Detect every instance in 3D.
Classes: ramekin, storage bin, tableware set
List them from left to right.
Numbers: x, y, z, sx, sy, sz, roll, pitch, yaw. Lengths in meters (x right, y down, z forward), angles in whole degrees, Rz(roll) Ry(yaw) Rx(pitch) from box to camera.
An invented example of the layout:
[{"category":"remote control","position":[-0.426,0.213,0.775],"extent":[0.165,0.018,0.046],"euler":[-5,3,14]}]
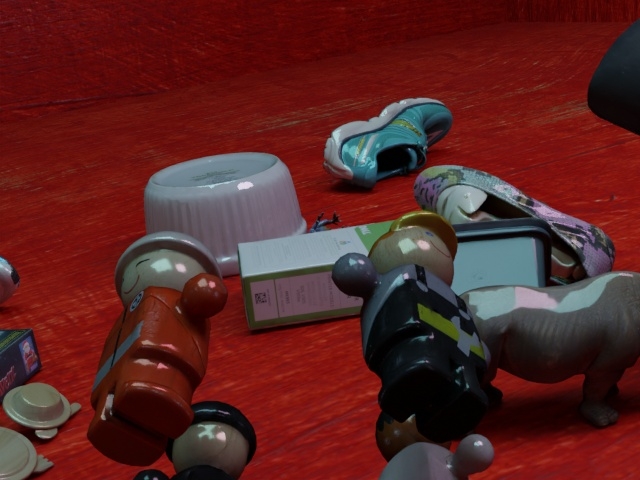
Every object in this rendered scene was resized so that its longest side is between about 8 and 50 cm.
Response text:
[{"category":"tableware set","position":[-0.278,0.134,0.688],"extent":[0.169,0.020,0.141],"euler":[23,23,4]},{"category":"ramekin","position":[-0.124,-0.039,1.097],"extent":[0.207,0.109,0.207],"euler":[-7,18,2]},{"category":"storage bin","position":[0.141,0.049,0.775],"extent":[0.135,0.098,0.091],"euler":[-4,46,10]}]

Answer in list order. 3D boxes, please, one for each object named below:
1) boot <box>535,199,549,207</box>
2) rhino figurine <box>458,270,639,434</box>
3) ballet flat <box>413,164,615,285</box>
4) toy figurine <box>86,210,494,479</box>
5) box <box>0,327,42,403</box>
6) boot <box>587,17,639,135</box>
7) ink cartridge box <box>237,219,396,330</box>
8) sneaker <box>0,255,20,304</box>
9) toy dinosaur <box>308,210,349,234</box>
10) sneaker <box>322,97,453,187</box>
[{"category":"boot","position":[0.222,-0.011,0.980],"extent":[0.087,0.042,0.118],"euler":[-15,19,-14]},{"category":"rhino figurine","position":[0.199,0.073,0.630],"extent":[0.243,0.106,0.073],"euler":[-7,19,3]},{"category":"ballet flat","position":[0.184,-0.013,0.876],"extent":[0.221,0.077,0.079],"euler":[26,35,20]},{"category":"toy figurine","position":[-0.011,0.095,0.483],"extent":[0.210,0.213,0.148],"euler":[-8,32,3]},{"category":"box","position":[-0.373,0.145,0.748],"extent":[0.159,0.044,0.233],"euler":[-2,19,16]},{"category":"boot","position":[0.343,-0.028,0.543],"extent":[0.367,0.146,0.445],"euler":[-19,45,-26]},{"category":"ink cartridge box","position":[0.022,0.031,0.898],"extent":[0.209,0.062,0.109],"euler":[-9,18,-5]},{"category":"sneaker","position":[-0.433,0.071,0.979],"extent":[0.191,0.071,0.083],"euler":[-15,24,5]},{"category":"toy dinosaur","position":[0.000,0.000,1.074],"extent":[0.082,0.047,0.090],"euler":[-30,-6,-30]},{"category":"sneaker","position":[0.125,-0.143,1.372],"extent":[0.110,0.107,0.275],"euler":[30,43,32]}]
